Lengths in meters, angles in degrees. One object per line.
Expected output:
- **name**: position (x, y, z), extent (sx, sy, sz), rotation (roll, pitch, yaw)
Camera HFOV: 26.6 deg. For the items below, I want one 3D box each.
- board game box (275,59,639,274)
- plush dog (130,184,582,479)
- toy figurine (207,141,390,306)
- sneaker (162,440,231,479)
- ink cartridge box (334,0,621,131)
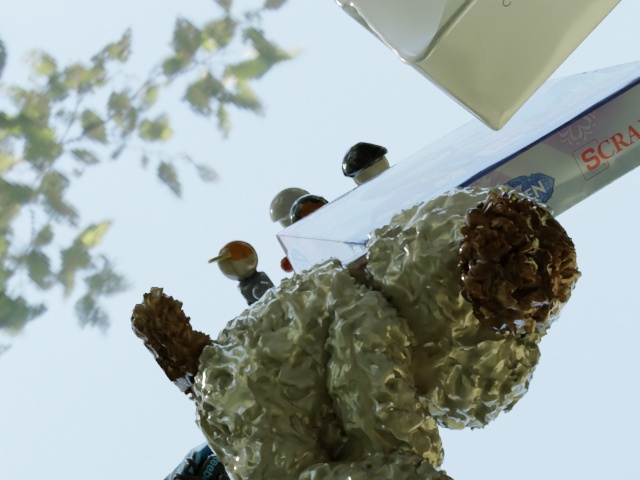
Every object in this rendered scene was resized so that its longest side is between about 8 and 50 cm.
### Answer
- **board game box**: position (0.140, -0.053, 1.202), extent (0.319, 0.318, 0.066), rotation (-30, -82, -12)
- **plush dog**: position (0.042, 0.056, 0.752), extent (0.225, 0.262, 0.210), rotation (-37, -96, -3)
- **toy figurine**: position (0.000, 0.000, 1.572), extent (0.209, 0.213, 0.148), rotation (-38, -81, -48)
- **sneaker**: position (-0.153, 0.292, 1.422), extent (0.125, 0.139, 0.341), rotation (28, -142, 17)
- **ink cartridge box**: position (0.085, -0.200, 0.708), extent (0.119, 0.207, 0.353), rotation (35, -166, -32)
